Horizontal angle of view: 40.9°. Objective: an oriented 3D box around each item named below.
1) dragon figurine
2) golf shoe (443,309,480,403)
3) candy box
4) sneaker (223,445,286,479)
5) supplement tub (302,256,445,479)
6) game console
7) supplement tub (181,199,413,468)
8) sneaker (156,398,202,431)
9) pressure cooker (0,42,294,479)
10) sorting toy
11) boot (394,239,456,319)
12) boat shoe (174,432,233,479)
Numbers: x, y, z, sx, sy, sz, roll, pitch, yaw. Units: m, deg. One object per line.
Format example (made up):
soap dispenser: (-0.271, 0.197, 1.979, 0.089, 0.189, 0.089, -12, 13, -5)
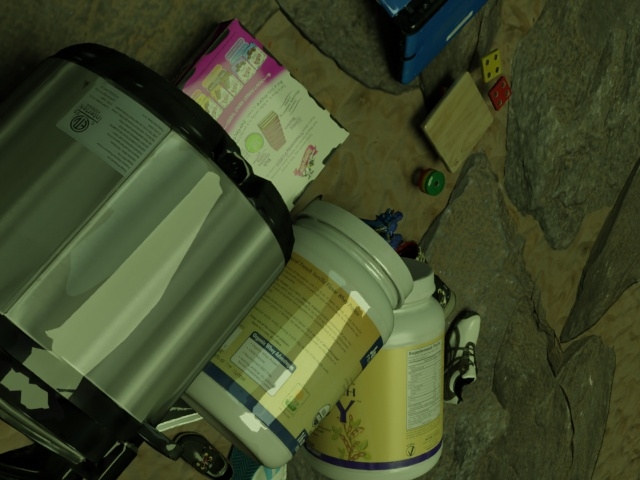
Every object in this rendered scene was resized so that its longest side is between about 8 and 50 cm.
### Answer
dragon figurine: (0.000, 0.000, 1.338, 0.289, 0.144, 0.085, -19, 120, -36)
golf shoe: (0.295, 0.243, 1.753, 0.077, 0.094, 0.198, 25, 89, -44)
candy box: (-0.095, -0.166, 1.186, 0.233, 0.071, 0.159, 43, 77, -24)
sneaker: (-0.097, 0.376, 1.467, 0.092, 0.087, 0.228, 18, 102, -53)
supplement tub: (0.085, 0.207, 1.423, 0.241, 0.241, 0.331, -11, 106, -39)
game console: (0.167, -0.446, 1.380, 0.293, 0.173, 0.250, -47, 164, -16)
supplement tub: (-0.043, 0.122, 1.164, 0.316, 0.228, 0.228, -48, 133, -17)
sneaker: (-0.219, 0.186, 1.246, 0.296, 0.104, 0.146, -20, 126, -31)
pressure cooker: (-0.284, 0.041, 0.940, 0.420, 0.370, 0.375, -52, 131, -17)
sorting toy: (0.239, -0.220, 1.529, 0.274, 0.046, 0.132, -52, 134, -11)
boot: (0.145, 0.132, 1.574, 0.236, 0.085, 0.178, -52, 132, -21)
boat shoe: (-0.188, 0.354, 1.397, 0.049, 0.042, 0.133, -50, 132, -11)
